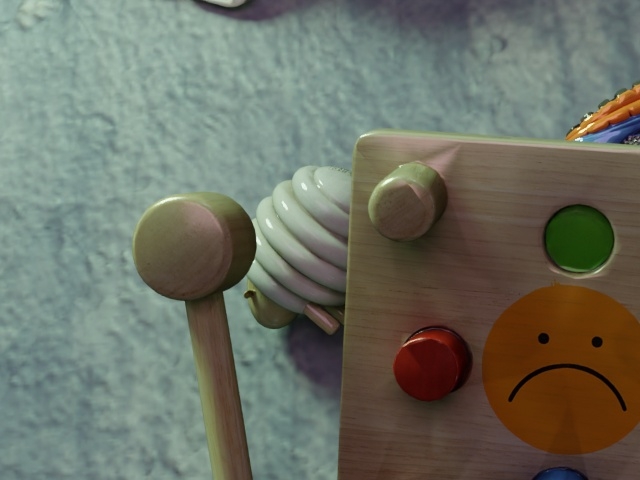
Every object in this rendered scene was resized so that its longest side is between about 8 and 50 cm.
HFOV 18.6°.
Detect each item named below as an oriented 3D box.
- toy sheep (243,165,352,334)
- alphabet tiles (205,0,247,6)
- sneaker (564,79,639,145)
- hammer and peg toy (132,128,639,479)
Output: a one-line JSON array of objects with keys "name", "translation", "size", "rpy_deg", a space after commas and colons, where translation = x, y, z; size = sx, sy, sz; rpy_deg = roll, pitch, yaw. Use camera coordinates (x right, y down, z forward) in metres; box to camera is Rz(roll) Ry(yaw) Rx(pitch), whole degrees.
[{"name": "toy sheep", "translation": [0.000, 0.000, 1.181], "size": [0.091, 0.091, 0.132], "rpy_deg": [43, 106, 20]}, {"name": "alphabet tiles", "translation": [-0.100, -0.302, 1.260], "size": [0.284, 0.021, 0.278], "rpy_deg": [18, 109, 15]}, {"name": "sneaker", "translation": [0.145, -0.010, 1.168], "size": [0.221, 0.083, 0.087], "rpy_deg": [-35, 77, -1]}, {"name": "hammer and peg toy", "translation": [0.084, 0.073, 1.082], "size": [0.361, 0.127, 0.266], "rpy_deg": [4, 100, 11]}]
